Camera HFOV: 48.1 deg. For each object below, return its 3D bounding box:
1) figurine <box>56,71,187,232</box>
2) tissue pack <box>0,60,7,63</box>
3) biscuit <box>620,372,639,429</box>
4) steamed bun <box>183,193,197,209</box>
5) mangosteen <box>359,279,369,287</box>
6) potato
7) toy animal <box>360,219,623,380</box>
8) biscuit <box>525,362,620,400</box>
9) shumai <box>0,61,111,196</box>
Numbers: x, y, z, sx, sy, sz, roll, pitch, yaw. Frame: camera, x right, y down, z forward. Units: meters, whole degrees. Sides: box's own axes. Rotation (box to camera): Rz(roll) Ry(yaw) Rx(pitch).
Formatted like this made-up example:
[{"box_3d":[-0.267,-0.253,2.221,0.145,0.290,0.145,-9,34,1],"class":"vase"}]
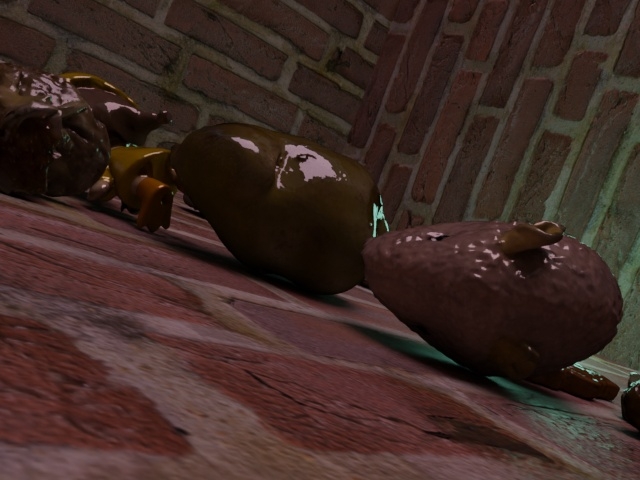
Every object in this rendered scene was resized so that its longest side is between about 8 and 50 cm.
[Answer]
[{"box_3d":[-0.319,-0.133,1.099,0.343,0.187,0.215,29,17,26],"class":"figurine"},{"box_3d":[-0.522,-0.204,1.047,0.106,0.149,0.099,21,2,23],"class":"tissue pack"},{"box_3d":[0.491,0.238,0.921,0.335,0.078,0.329,20,5,-22],"class":"biscuit"},{"box_3d":[-0.163,-0.129,1.824,0.324,0.220,0.309,22,3,19],"class":"steamed bun"},{"box_3d":[0.107,0.064,1.536,0.081,0.081,0.081,21,2,-1],"class":"mangosteen"},{"box_3d":[-0.051,-0.055,1.011,0.351,0.202,0.218,29,30,-26],"class":"potato"},{"box_3d":[0.233,0.071,0.856,0.358,0.188,0.226,7,1,-28],"class":"toy animal"},{"box_3d":[0.348,0.191,1.102,0.186,0.044,0.295,20,0,34],"class":"biscuit"},{"box_3d":[-0.357,-0.137,0.874,0.209,0.161,0.153,39,-8,-19],"class":"shumai"}]
